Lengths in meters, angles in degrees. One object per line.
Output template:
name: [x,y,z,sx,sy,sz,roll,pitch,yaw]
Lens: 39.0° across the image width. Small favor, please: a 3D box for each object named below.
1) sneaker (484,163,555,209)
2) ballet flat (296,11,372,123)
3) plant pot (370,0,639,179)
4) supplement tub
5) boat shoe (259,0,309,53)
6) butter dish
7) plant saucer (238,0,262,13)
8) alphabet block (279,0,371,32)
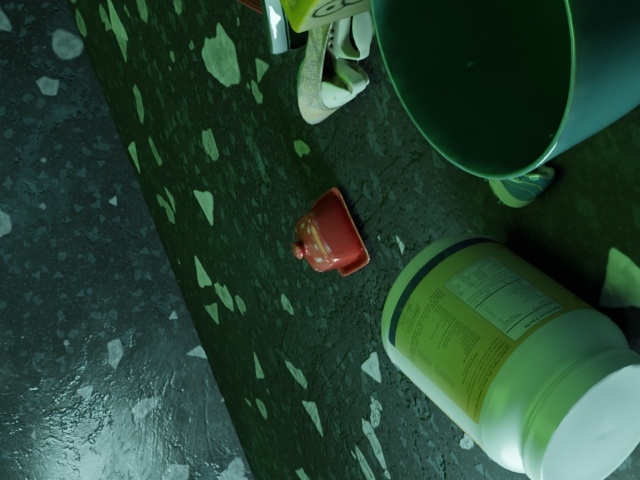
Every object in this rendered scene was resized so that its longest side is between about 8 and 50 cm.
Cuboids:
sneaker: [0.229,-0.145,1.155,0.211,0.080,0.081,57,151,-1]
ballet flat: [0.028,-0.291,1.424,0.106,0.107,0.316,38,146,27]
plant pot: [0.224,-0.233,0.865,0.293,0.235,0.293,49,151,39]
supplement tub: [0.250,0.153,1.173,0.316,0.228,0.228,42,146,46]
boat shoe: [-0.047,-0.424,1.432,0.306,0.104,0.113,83,171,-51]
butter dish: [0.000,0.000,1.722,0.160,0.118,0.160,66,158,5]
plant saucer: [-0.126,-0.522,1.614,0.259,0.047,0.259,41,146,48]
alphabet block: [0.038,-0.411,1.161,0.193,0.197,0.192,65,157,7]
